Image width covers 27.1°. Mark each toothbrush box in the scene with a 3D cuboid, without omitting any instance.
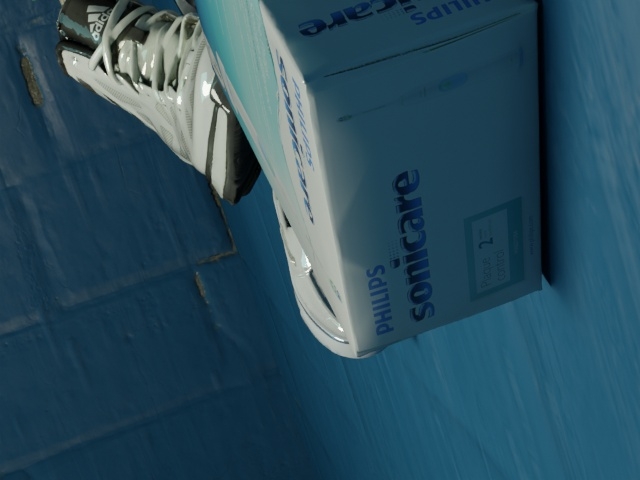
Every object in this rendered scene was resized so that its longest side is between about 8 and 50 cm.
[{"bbox_3d":[0.012,-0.117,0.784,0.216,0.126,0.296,79,169,-46],"label":"toothbrush box"}]

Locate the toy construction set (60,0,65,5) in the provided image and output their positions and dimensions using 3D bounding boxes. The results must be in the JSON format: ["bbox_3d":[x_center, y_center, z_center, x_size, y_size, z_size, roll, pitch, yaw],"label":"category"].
[{"bbox_3d":[-0.240,-0.379,1.491,0.257,0.237,0.309,-129,21,-69],"label":"toy construction set"}]

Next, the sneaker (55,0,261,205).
[{"bbox_3d":[-0.158,-0.162,1.302,0.257,0.169,0.447,28,174,-2],"label":"sneaker"}]

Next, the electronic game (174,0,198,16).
[{"bbox_3d":[-0.176,-0.362,1.805,0.229,0.048,0.229,59,169,19],"label":"electronic game"}]

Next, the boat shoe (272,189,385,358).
[{"bbox_3d":[0.000,0.000,1.312,0.084,0.095,0.258,72,173,-52],"label":"boat shoe"}]
